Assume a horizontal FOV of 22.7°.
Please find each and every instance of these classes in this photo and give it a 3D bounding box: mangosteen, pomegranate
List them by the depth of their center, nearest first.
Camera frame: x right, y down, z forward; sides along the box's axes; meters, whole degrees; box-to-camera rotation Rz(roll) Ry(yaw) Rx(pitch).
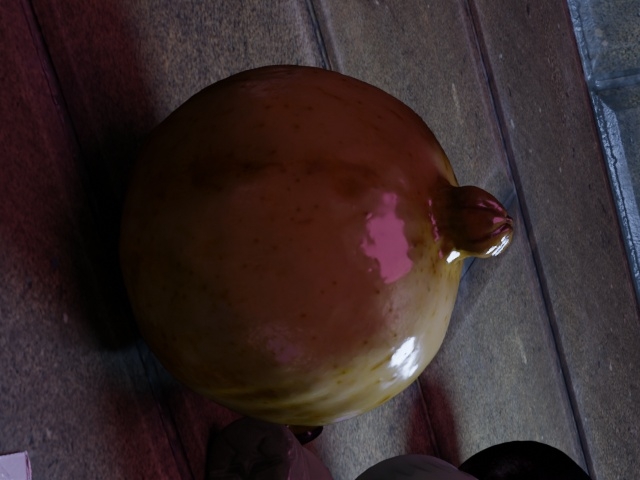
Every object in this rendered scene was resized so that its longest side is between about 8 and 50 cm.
[{"bbox_3d":[0.000,0.000,1.635,0.410,0.410,0.410,32,53,-59],"label":"pomegranate"},{"bbox_3d":[0.291,0.445,2.357,0.302,0.275,0.275,105,-6,-58],"label":"mangosteen"}]

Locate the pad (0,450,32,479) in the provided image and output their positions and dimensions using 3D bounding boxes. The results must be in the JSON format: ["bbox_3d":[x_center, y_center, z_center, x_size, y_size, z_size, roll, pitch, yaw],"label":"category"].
[{"bbox_3d":[-0.309,0.268,1.364,0.232,0.004,0.156,2,81,-65],"label":"pad"}]

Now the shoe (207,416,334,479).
[{"bbox_3d":[-0.029,0.382,1.781,0.210,0.132,0.342,37,46,-54],"label":"shoe"}]

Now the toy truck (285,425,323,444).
[{"bbox_3d":[0.013,0.142,1.909,0.224,0.165,0.147,-45,122,-61],"label":"toy truck"}]

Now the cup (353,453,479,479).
[{"bbox_3d":[0.149,0.412,1.876,0.371,0.253,0.253,-137,-152,-70],"label":"cup"}]
